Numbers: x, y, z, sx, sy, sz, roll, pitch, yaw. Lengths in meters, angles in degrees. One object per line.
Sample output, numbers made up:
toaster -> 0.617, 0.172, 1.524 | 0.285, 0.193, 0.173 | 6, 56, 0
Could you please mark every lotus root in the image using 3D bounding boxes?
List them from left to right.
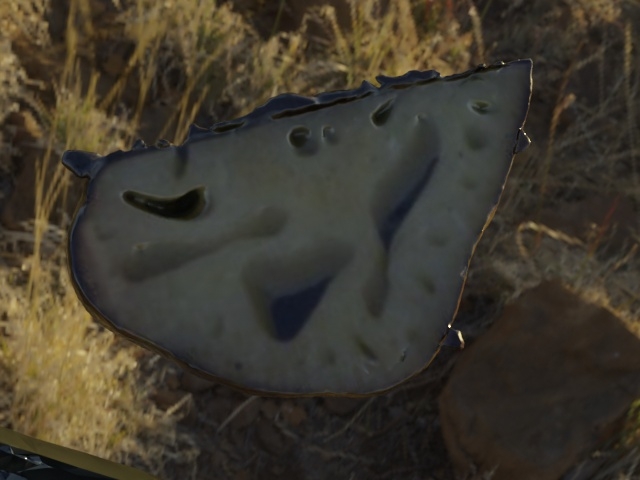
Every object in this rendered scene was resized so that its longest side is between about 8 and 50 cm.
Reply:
lotus root -> 0.000, 0.000, 0.597 | 0.261, 0.074, 0.170 | -8, 80, -14

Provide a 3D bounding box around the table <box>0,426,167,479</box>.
table -> -0.156, 0.229, 0.277 | 0.272, 0.335, 0.222 | 29, 11, -37
